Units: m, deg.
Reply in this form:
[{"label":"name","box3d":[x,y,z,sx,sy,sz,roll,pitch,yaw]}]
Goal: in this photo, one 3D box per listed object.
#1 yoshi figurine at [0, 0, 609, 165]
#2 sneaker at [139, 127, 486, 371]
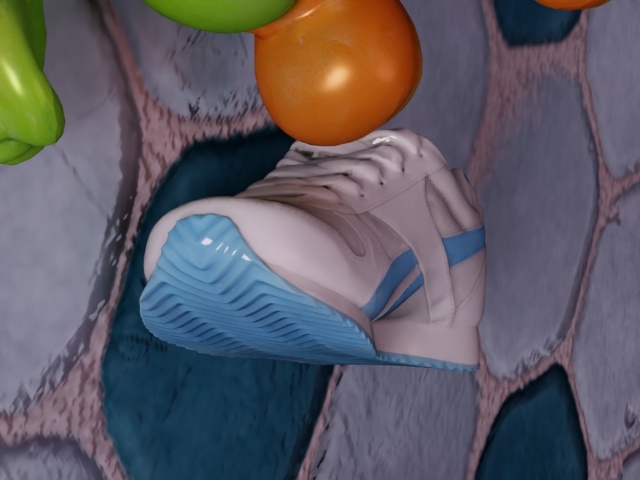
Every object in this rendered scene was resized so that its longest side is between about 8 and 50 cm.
[{"label":"yoshi figurine","box3d":[-0.032,-0.110,0.522,0.362,0.203,0.203,22,85,-57]},{"label":"sneaker","box3d":[0.000,0.000,0.723,0.229,0.087,0.092,16,77,-68]}]
